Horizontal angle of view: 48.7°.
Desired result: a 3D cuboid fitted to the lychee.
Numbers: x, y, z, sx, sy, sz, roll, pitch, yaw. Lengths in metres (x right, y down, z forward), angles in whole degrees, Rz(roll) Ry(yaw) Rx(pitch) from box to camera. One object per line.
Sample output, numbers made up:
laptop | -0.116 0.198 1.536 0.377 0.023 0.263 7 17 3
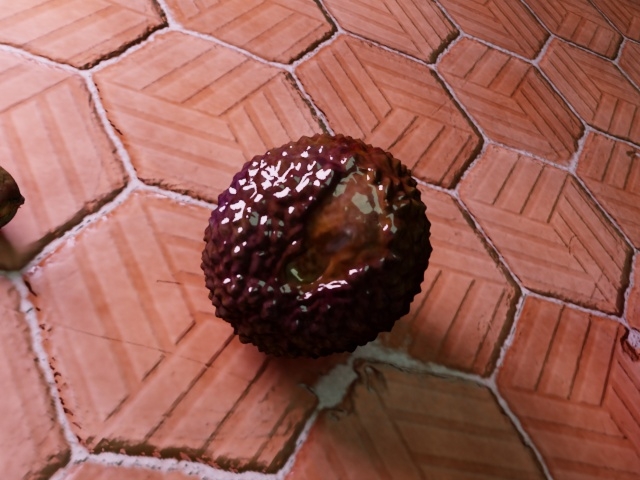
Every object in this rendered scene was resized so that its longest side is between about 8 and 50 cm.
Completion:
lychee | 0.000 0.000 0.579 0.188 0.188 0.188 17 47 -19

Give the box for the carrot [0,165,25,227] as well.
carrot | -0.310 -0.066 0.528 0.186 0.060 0.060 31 43 3
